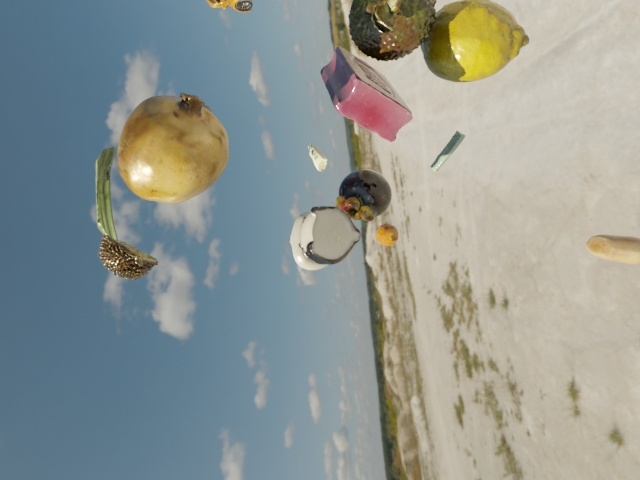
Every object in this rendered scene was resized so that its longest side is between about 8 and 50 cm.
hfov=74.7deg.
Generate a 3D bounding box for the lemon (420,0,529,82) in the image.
[{"bbox_3d":[0.507,-0.675,1.434,0.316,0.285,0.285,49,165,33],"label":"lemon"}]

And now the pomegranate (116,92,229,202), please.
[{"bbox_3d":[-0.390,-0.234,1.105,0.307,0.307,0.307,-6,-90,-84],"label":"pomegranate"}]

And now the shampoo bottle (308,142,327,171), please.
[{"bbox_3d":[-0.015,-0.298,1.480,0.141,0.034,0.049,-119,37,-46],"label":"shampoo bottle"}]

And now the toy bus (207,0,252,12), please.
[{"bbox_3d":[-0.203,-0.505,0.788,0.194,0.088,0.083,-1,-96,-71],"label":"toy bus"}]

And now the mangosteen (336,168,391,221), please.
[{"bbox_3d":[0.205,-0.210,2.088,0.302,0.275,0.275,-51,-30,-27],"label":"mangosteen"}]

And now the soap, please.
[{"bbox_3d":[0.142,-0.497,1.409,0.128,0.233,0.359,-52,30,28],"label":"soap"}]

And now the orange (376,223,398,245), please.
[{"bbox_3d":[0.246,-0.020,1.540,0.083,0.083,0.084,-6,-90,-84],"label":"orange"}]

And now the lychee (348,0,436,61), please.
[{"bbox_3d":[0.216,-0.688,1.293,0.320,0.270,0.270,6,-104,-57],"label":"lychee"}]

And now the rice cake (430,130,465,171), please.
[{"bbox_3d":[0.445,-0.311,1.472,0.033,0.029,0.171,59,139,26],"label":"rice cake"}]

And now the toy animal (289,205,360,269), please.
[{"bbox_3d":[-0.006,-0.002,1.307,0.235,0.165,0.187,-19,63,62],"label":"toy animal"}]

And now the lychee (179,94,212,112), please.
[{"bbox_3d":[-0.533,-0.459,1.729,0.236,0.236,0.271,-69,-16,-78],"label":"lychee"}]

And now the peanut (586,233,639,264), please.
[{"bbox_3d":[0.818,0.022,1.151,0.076,0.152,0.076,-32,-52,-54],"label":"peanut"}]

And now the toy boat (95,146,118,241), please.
[{"bbox_3d":[-0.634,-0.132,1.241,0.093,0.055,0.293,-15,78,58],"label":"toy boat"}]

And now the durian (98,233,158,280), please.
[{"bbox_3d":[-0.511,0.055,1.101,0.148,0.188,0.091,40,-110,-42],"label":"durian"}]
